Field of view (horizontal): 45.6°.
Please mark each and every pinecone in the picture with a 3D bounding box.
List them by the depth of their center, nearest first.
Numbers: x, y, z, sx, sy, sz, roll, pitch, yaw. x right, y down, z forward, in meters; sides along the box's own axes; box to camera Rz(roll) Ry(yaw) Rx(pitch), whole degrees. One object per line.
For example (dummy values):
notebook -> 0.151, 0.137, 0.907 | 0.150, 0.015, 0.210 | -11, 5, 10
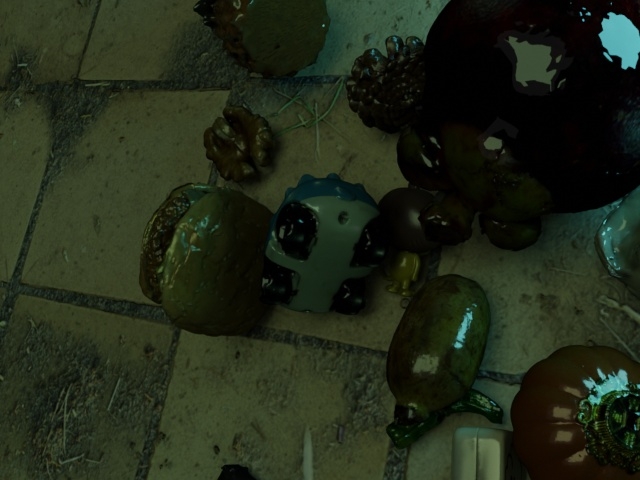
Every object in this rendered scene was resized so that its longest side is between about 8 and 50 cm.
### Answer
pinecone -> 0.135, -0.265, 1.312 | 0.195, 0.179, 0.150 | -7, 55, 53

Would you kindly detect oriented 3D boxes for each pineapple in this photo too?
pineapple -> -0.140, -0.461, 1.520 | 0.223, 0.223, 0.357 | -52, 40, 5

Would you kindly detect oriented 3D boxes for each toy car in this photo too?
toy car -> 0.000, 0.000, 1.277 | 0.190, 0.188, 0.255 | -99, 21, -50

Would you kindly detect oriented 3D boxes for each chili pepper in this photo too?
chili pepper -> 0.189, 0.269, 1.181 | 0.182, 0.050, 0.073 | -21, 35, 15

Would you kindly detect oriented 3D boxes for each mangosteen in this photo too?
mangosteen -> 0.310, -0.185, 1.098 | 0.381, 0.381, 0.421 | 39, 126, 32

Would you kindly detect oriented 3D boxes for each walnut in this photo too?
walnut -> -0.155, -0.189, 1.505 | 0.143, 0.069, 0.170 | -45, 58, 11

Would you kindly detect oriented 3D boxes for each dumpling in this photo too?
dumpling -> 0.530, 0.018, 1.037 | 0.292, 0.163, 0.204 | 12, 46, 32

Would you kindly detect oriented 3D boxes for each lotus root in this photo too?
lotus root -> 0.175, 0.168, 1.160 | 0.145, 0.128, 0.260 | -3, 49, 46

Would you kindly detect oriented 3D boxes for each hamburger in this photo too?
hamburger -> -0.182, 0.037, 1.321 | 0.144, 0.283, 0.260 | 22, 95, 42

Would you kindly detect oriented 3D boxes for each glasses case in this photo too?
glasses case -> 0.232, 0.433, 1.053 | 0.076, 0.144, 0.337 | -3, 74, 27

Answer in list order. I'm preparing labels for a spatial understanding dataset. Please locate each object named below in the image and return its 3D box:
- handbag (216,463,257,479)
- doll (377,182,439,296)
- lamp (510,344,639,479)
handbag -> -0.140, 0.529, 1.262 | 0.223, 0.080, 0.247 | 28, 89, 33
doll -> 0.143, -0.006, 1.280 | 0.145, 0.096, 0.188 | 48, 127, 49
lamp -> 0.362, 0.249, 1.012 | 0.223, 0.196, 0.223 | 3, 73, -8
